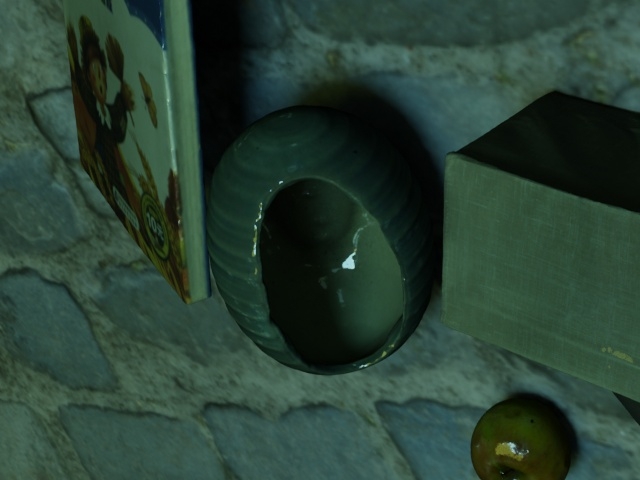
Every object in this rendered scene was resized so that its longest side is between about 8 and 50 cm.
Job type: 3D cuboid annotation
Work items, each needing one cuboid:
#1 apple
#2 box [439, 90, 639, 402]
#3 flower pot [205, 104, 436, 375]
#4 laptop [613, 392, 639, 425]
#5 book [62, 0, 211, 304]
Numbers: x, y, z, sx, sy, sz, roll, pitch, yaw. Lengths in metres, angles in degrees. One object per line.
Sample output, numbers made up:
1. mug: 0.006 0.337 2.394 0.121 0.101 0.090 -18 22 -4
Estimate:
1. apple: 0.176 0.183 1.205 0.089 0.074 0.089 21 129 28
2. box: 0.223 0.010 0.989 0.231 0.149 0.155 20 125 34
3. flower pot: 0.000 0.000 1.162 0.157 0.189 0.243 -108 4 -60
4. laptop: 0.311 0.098 1.078 0.135 0.016 0.197 52 136 5
5. book: -0.174 -0.192 1.214 0.300 0.039 0.428 -133 35 -51
